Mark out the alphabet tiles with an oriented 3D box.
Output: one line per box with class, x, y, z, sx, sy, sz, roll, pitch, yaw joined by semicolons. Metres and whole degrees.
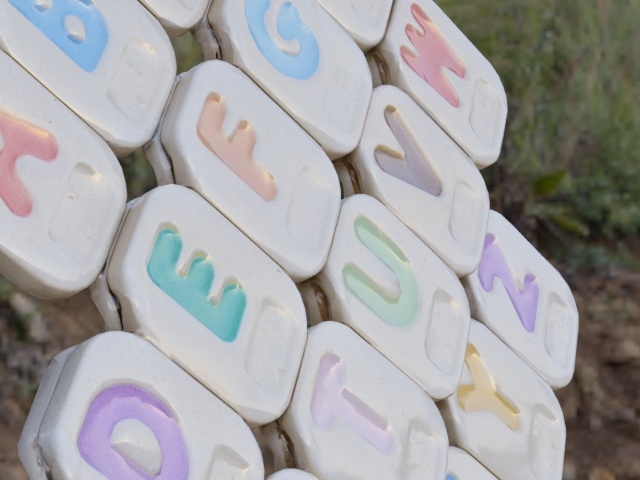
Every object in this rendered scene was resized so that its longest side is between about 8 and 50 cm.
alphabet tiles;0.000;0.000;0.495;0.021;0.284;0.278;-26;-56;36
